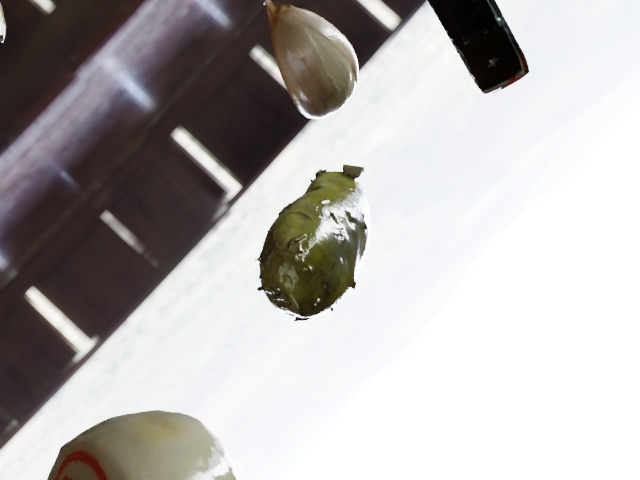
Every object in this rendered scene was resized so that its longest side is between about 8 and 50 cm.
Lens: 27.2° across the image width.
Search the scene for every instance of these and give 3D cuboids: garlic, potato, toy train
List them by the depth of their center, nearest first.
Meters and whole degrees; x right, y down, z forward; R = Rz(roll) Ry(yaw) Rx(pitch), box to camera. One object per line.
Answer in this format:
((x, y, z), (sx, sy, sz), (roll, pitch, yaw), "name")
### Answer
((0.000, 0.000, 1.390), (0.090, 0.117, 0.225), (-4, -151, 24), "potato")
((0.167, -0.393, 1.856), (0.086, 0.409, 0.089), (-30, -155, 10), "toy train")
((-0.007, -0.281, 2.053), (0.115, 0.207, 0.128), (-17, -149, 20), "garlic")

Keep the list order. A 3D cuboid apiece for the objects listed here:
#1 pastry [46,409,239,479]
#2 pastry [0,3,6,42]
((-0.182, 0.297, 1.336), (0.133, 0.265, 0.265), (-2, 143, -40), "pastry")
((-0.546, -0.323, 1.716), (0.237, 0.256, 0.170), (-107, -167, -54), "pastry")
